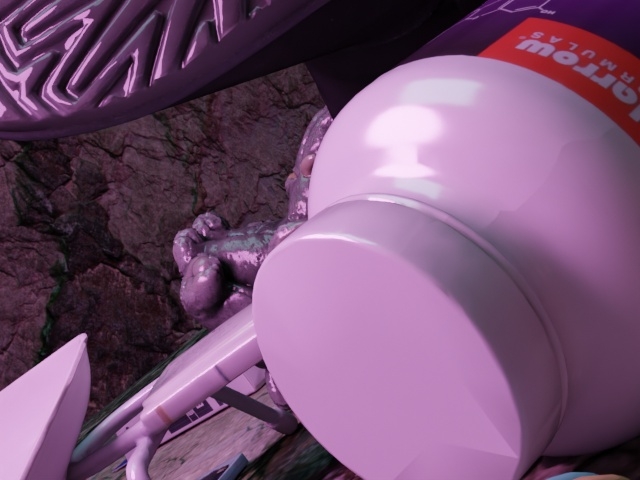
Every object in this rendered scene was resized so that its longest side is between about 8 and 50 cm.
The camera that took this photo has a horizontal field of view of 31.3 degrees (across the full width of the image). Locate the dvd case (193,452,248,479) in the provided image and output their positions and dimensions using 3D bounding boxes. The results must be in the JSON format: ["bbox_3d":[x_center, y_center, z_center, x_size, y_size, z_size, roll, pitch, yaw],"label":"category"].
[{"bbox_3d":[-0.121,0.225,0.954,0.119,0.013,0.087,-36,3,28],"label":"dvd case"}]

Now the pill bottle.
[{"bbox_3d":[0.120,-0.030,0.517,0.323,0.181,0.181,-39,4,-38],"label":"pill bottle"}]

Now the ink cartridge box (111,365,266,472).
[{"bbox_3d":[-0.154,0.186,1.477,0.333,0.065,0.165,-35,4,40],"label":"ink cartridge box"}]

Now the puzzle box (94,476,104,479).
[{"bbox_3d":[-0.379,0.348,0.997,0.409,0.052,0.272,-31,-5,0],"label":"puzzle box"}]

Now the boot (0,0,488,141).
[{"bbox_3d":[0.009,-0.104,0.751,0.367,0.146,0.445,-22,-19,9],"label":"boot"}]

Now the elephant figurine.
[{"bbox_3d":[0.000,0.000,1.007,0.239,0.186,0.169,-30,42,23],"label":"elephant figurine"}]

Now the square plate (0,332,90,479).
[{"bbox_3d":[-0.270,0.262,0.712,0.347,0.049,0.344,-35,29,39],"label":"square plate"}]

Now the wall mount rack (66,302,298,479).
[{"bbox_3d":[0.004,0.081,0.788,0.350,0.130,0.304,-36,7,12],"label":"wall mount rack"}]

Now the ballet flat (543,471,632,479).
[{"bbox_3d":[0.006,0.152,0.281,0.232,0.080,0.073,-39,31,1],"label":"ballet flat"}]
